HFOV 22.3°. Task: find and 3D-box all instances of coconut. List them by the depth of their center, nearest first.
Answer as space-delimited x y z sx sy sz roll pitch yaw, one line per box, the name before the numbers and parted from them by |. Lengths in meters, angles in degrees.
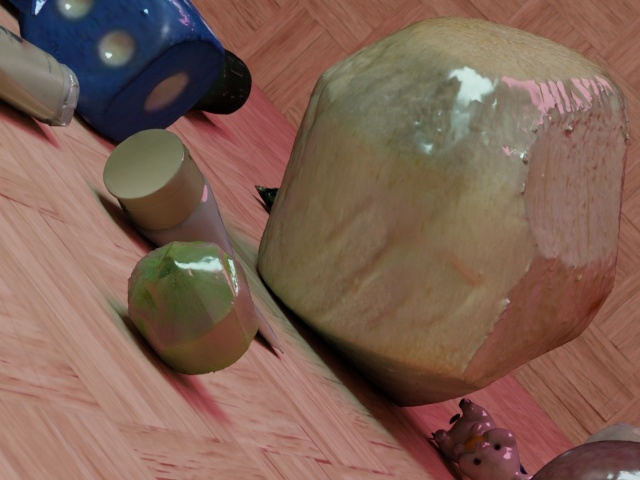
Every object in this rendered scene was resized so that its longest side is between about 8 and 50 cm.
coconut | -0.084 0.038 1.038 0.082 0.083 0.081 24 -21 35
coconut | 0.135 -0.014 1.657 0.344 0.415 0.415 38 -2 43

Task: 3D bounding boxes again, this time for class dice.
dice | -0.185 -0.184 1.504 0.146 0.143 0.146 52 6 13

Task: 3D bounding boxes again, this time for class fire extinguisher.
fire extinguisher | -0.166 -0.223 2.196 0.114 0.095 0.311 3 2 4

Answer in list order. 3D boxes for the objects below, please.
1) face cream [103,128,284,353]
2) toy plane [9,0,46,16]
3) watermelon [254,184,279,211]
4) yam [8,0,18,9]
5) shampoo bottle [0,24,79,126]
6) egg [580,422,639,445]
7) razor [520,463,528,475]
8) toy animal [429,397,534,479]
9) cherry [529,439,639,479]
face cream | -0.098 0.005 1.332 0.114 0.070 0.224 53 -5 41
toy plane | -0.280 -0.207 1.198 0.167 0.054 0.062 25 -33 -5
watermelon | 0.002 -0.005 2.152 0.119 0.063 0.245 35 -3 40
yam | -0.238 -0.250 1.661 0.279 0.131 0.131 43 7 -41
shampoo bottle | -0.245 -0.139 1.192 0.072 0.049 0.212 45 4 21
egg | 0.386 0.337 1.985 0.217 0.183 0.183 53 7 20
razor | 0.259 0.316 1.903 0.082 0.042 0.253 -22 60 -40
toy animal | 0.173 0.229 1.701 0.124 0.071 0.085 40 -22 59
cherry | 0.270 0.280 1.356 0.285 0.213 0.236 55 6 -51
